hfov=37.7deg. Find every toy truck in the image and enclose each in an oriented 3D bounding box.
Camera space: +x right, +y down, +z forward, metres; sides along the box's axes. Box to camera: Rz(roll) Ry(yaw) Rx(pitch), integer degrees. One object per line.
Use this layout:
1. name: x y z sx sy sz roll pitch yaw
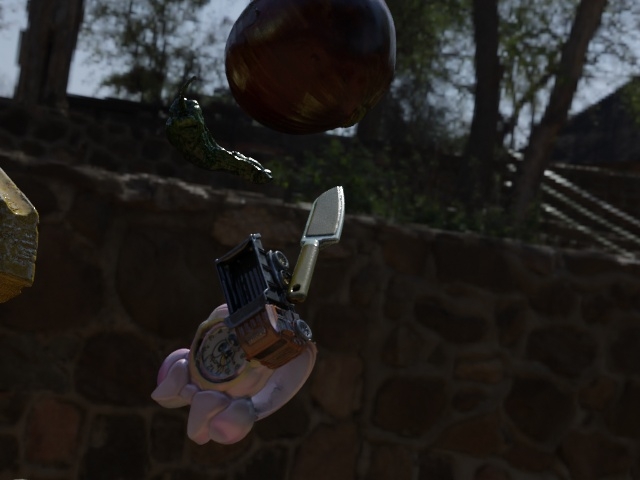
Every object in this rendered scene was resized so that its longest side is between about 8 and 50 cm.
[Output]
1. toy truck: -0.088 0.085 1.354 0.083 0.192 0.092 -34 -35 21

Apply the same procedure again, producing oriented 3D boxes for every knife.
1. knife: 0.001 0.000 1.463 0.061 0.027 0.343 -5 30 12

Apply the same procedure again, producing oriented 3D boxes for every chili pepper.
1. chili pepper: -0.184 -0.159 1.500 0.122 0.065 0.279 -12 -27 20

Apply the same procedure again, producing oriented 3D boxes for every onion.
1. onion: -0.004 -0.126 0.612 0.119 0.118 0.117 6 41 45

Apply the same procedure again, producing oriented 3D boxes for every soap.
1. soap: -0.520 -0.010 1.457 0.080 0.160 0.257 20 14 -45

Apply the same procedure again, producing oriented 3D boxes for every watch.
1. watch: -0.124 0.237 1.625 0.211 0.248 0.217 39 3 33

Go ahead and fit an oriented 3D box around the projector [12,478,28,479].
1. projector: -0.464 0.539 1.370 0.248 0.248 0.249 -32 21 -9
